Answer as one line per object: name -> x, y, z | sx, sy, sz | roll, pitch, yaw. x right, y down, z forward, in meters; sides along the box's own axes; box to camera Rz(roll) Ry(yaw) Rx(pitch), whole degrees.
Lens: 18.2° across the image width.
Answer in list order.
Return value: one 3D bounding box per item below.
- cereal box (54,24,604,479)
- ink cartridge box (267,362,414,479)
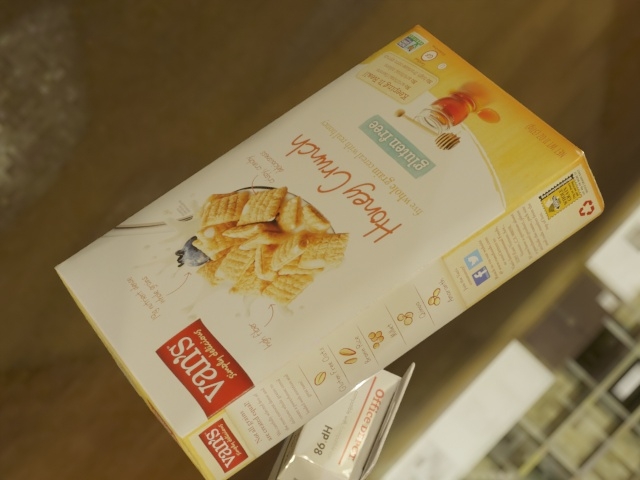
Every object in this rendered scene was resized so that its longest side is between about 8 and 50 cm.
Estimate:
cereal box -> 0.000, 0.000, 1.014 | 0.240, 0.173, 0.047 | -35, 129, -9
ink cartridge box -> 0.010, 0.160, 1.599 | 0.180, 0.060, 0.104 | 119, -4, -58
